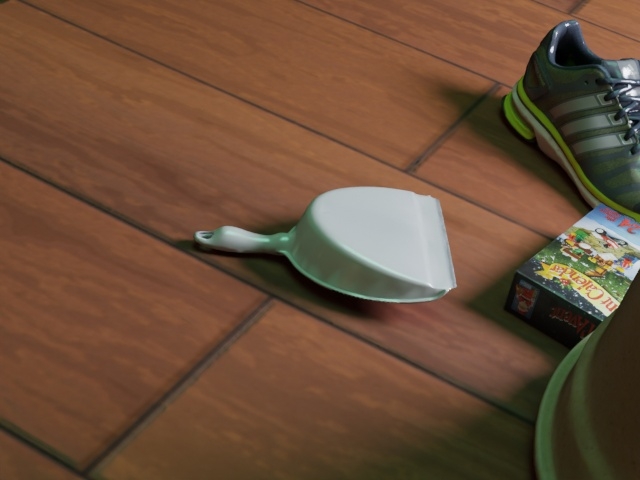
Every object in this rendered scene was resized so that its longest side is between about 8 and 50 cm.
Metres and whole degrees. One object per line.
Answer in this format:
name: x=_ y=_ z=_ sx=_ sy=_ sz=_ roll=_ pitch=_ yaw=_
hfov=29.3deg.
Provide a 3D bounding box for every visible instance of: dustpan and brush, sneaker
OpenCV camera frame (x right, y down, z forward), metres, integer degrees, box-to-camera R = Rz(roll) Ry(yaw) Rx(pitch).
dustpan and brush: x=0.000 y=0.000 z=1.046 sx=0.211 sy=0.060 sz=0.147 roll=13 pitch=34 yaw=-11
sneaker: x=0.295 y=-0.112 z=1.219 sx=0.111 sy=0.121 sz=0.300 roll=-14 pitch=43 yaw=-32

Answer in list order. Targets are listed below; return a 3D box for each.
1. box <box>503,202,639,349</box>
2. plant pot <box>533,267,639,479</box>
box: x=0.297 y=0.066 z=1.042 sx=0.233 sy=0.044 sz=0.159 roll=32 pitch=40 yaw=25
plant pot: x=0.323 y=0.065 z=0.777 sx=0.333 sy=0.305 sz=0.334 roll=1 pitch=45 yaw=-1
